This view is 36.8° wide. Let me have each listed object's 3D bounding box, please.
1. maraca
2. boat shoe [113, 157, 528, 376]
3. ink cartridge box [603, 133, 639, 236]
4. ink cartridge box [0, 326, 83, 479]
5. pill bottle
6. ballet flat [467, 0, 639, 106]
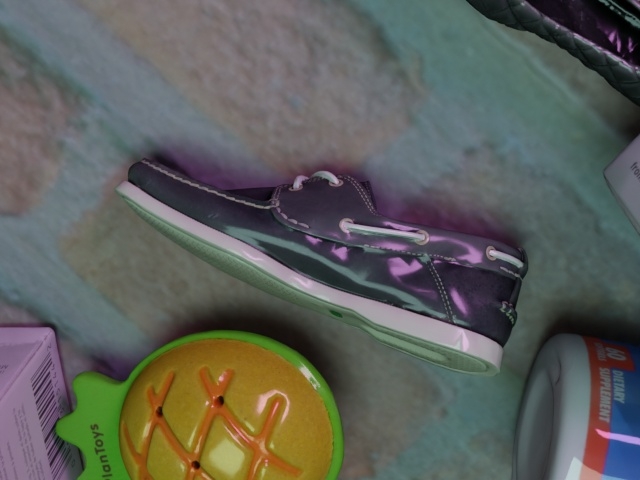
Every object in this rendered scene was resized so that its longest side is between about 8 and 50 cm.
[{"bbox_3d":[-0.075,0.119,0.581,0.186,0.099,0.127,-13,94,18],"label":"maraca"},{"bbox_3d":[0.000,0.000,0.539,0.233,0.084,0.079,21,79,5],"label":"boat shoe"},{"bbox_3d":[0.315,-0.055,0.404,0.226,0.131,0.306,30,115,-24],"label":"ink cartridge box"},{"bbox_3d":[-0.202,0.241,0.566,0.066,0.261,0.296,-1,115,7],"label":"ink cartridge box"},{"bbox_3d":[0.227,0.130,0.533,0.222,0.124,0.124,10,116,1],"label":"pill bottle"},{"bbox_3d":[0.123,-0.118,0.460,0.173,0.057,0.049,29,160,-14],"label":"ballet flat"}]
